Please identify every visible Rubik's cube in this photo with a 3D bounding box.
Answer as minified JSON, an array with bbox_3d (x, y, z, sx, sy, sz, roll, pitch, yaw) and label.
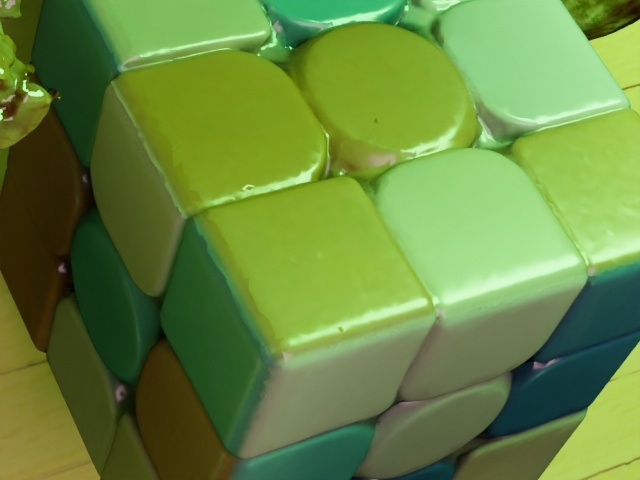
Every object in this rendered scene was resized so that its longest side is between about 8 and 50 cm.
[{"bbox_3d":[0.000,0.000,1.223,0.347,0.344,0.346,-14,151,-26],"label":"Rubik's cube"}]

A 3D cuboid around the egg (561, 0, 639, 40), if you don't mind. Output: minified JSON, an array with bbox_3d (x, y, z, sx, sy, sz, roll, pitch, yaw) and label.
[{"bbox_3d":[0.196,-0.274,1.383,0.289,0.238,0.238,-50,127,-24],"label":"egg"}]

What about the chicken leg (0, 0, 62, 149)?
[{"bbox_3d":[-0.283,-0.234,1.089,0.295,0.182,0.409,-16,75,2],"label":"chicken leg"}]
